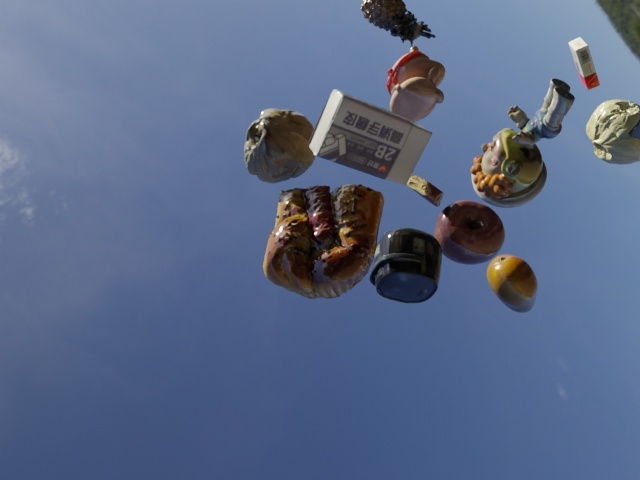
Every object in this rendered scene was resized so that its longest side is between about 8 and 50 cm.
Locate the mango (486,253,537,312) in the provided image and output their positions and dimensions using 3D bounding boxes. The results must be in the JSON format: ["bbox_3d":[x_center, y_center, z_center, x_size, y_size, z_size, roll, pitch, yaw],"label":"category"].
[{"bbox_3d":[0.620,0.137,1.781,0.254,0.139,0.176,51,-163,-58],"label":"mango"}]

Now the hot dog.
[{"bbox_3d":[0.000,0.000,1.714,0.196,0.367,0.366,58,-144,-54],"label":"hot dog"}]

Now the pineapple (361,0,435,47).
[{"bbox_3d":[0.320,-0.892,2.235,0.340,0.169,0.169,47,-145,22],"label":"pineapple"}]

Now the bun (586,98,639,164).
[{"bbox_3d":[0.911,-0.324,1.700,0.134,0.220,0.220,-34,-93,-8],"label":"bun"}]

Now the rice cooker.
[{"bbox_3d":[0.311,0.084,2.003,0.267,0.267,0.225,28,-129,-28],"label":"rice cooker"}]

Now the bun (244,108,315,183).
[{"bbox_3d":[-0.153,-0.332,1.903,0.204,0.281,0.282,12,-128,-57],"label":"bun"}]

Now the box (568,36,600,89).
[{"bbox_3d":[0.895,-0.600,1.866,0.152,0.048,0.100,55,-152,-25],"label":"box"}]

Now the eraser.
[{"bbox_3d":[0.098,-0.195,1.061,0.210,0.125,0.068,15,-159,-26],"label":"eraser"}]

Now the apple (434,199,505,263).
[{"bbox_3d":[0.639,-0.030,2.379,0.305,0.235,0.306,2,-118,-4],"label":"apple"}]

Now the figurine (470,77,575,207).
[{"bbox_3d":[0.578,-0.248,1.523,0.205,0.382,0.225,14,-120,-9],"label":"figurine"}]

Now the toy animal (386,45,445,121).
[{"bbox_3d":[0.260,-0.429,1.535,0.171,0.171,0.198,28,-135,-28],"label":"toy animal"}]

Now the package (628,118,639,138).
[{"bbox_3d":[0.854,-0.258,1.246,0.239,0.154,0.030,10,-110,8],"label":"package"}]

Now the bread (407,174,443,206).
[{"bbox_3d":[0.466,-0.208,2.351,0.192,0.067,0.119,33,-173,-18],"label":"bread"}]
